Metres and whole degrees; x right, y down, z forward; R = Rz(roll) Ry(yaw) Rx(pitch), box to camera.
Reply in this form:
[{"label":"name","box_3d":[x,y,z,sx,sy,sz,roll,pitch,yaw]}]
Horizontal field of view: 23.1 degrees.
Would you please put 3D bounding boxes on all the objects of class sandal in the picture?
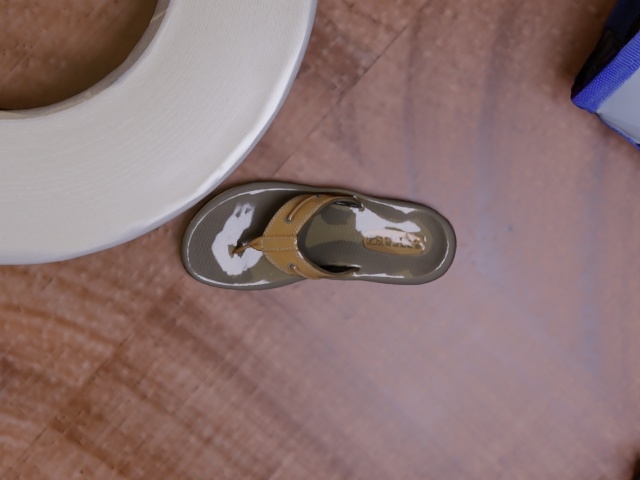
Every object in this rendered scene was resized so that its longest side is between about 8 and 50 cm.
[{"label":"sandal","box_3d":[0.000,0.000,1.008,0.180,0.049,0.072,3,95,-2]}]

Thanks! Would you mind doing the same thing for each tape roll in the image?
[{"label":"tape roll","box_3d":[-0.189,-0.180,0.976,0.392,0.072,0.392,0,95,-1]}]

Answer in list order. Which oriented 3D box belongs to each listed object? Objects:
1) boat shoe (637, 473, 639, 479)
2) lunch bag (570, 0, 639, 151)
[{"label":"boat shoe","box_3d":[0.226,0.183,1.001,0.258,0.109,0.089,-17,79,-9]},{"label":"lunch bag","box_3d":[0.382,-0.151,0.924,0.328,0.239,0.385,33,109,-5]}]
